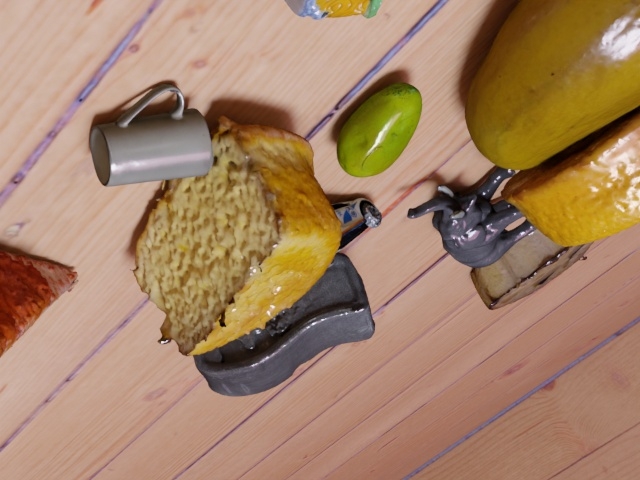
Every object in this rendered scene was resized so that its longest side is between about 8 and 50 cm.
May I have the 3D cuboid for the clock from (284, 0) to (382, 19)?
[{"bbox_3d":[0.039,-0.221,0.514,0.144,0.103,0.231,-26,158,-13],"label":"clock"}]

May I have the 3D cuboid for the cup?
[{"bbox_3d":[-0.129,-0.077,0.666,0.083,0.054,0.075,-12,152,-30],"label":"cup"}]

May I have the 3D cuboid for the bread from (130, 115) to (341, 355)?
[{"bbox_3d":[-0.066,0.001,0.780,0.139,0.143,0.229,-6,149,-41],"label":"bread"}]

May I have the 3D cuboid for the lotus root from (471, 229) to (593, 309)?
[{"bbox_3d":[0.370,0.020,1.405,0.261,0.074,0.170,-34,157,6],"label":"lotus root"}]

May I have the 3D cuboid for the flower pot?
[{"bbox_3d":[-0.048,0.105,1.058,0.229,0.103,0.108,-26,156,-6],"label":"flower pot"}]

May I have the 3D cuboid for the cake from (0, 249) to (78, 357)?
[{"bbox_3d":[-0.290,0.095,0.694,0.158,0.159,0.262,-39,156,12],"label":"cake"}]

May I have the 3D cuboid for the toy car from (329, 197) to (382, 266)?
[{"bbox_3d":[0.000,0.000,0.941,0.095,0.056,0.205,-43,175,30],"label":"toy car"}]

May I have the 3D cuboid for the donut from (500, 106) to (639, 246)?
[{"bbox_3d":[0.350,-0.103,0.954,0.303,0.110,0.303,-37,-177,2],"label":"donut"}]

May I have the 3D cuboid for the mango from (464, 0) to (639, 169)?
[{"bbox_3d":[0.244,-0.172,0.796,0.195,0.142,0.331,-7,155,-38],"label":"mango"}]

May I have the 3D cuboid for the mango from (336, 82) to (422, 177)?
[{"bbox_3d":[0.058,-0.106,0.818,0.073,0.056,0.108,-12,148,-47],"label":"mango"}]

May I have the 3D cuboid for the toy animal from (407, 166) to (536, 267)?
[{"bbox_3d":[0.204,-0.035,1.092,0.137,0.082,0.269,-36,156,11],"label":"toy animal"}]
